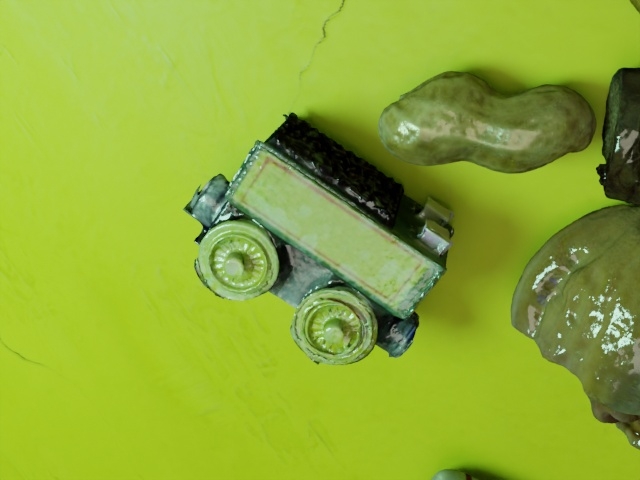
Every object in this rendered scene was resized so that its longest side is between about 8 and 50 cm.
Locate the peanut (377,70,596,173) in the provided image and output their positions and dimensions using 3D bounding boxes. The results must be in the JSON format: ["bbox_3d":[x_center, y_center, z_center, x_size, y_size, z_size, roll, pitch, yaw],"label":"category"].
[{"bbox_3d":[0.147,-0.106,0.832,0.193,0.089,0.089,5,118,10],"label":"peanut"}]

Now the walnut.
[{"bbox_3d":[0.304,0.085,0.849,0.238,0.141,0.204,43,116,-10],"label":"walnut"}]

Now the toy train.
[{"bbox_3d":[0.000,0.000,0.906,0.261,0.134,0.177,33,113,-2],"label":"toy train"}]

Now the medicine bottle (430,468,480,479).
[{"bbox_3d":[0.221,0.358,1.018,0.250,0.131,0.131,25,121,4],"label":"medicine bottle"}]

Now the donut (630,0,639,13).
[{"bbox_3d":[0.347,-0.248,0.677,0.278,0.108,0.277,7,119,14],"label":"donut"}]

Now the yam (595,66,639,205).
[{"bbox_3d":[0.373,-0.065,0.758,0.280,0.131,0.131,10,119,13],"label":"yam"}]
